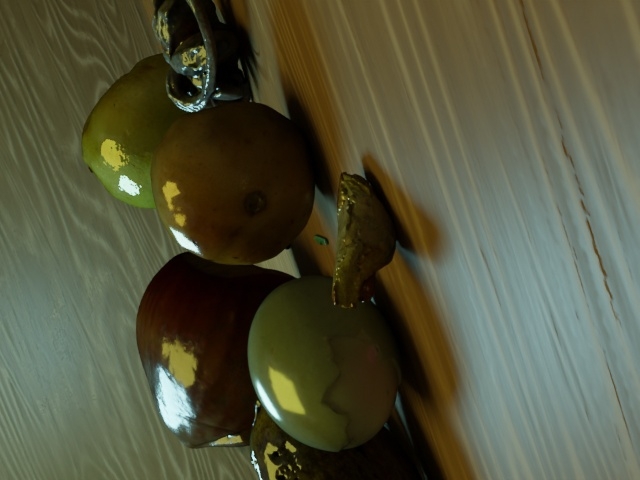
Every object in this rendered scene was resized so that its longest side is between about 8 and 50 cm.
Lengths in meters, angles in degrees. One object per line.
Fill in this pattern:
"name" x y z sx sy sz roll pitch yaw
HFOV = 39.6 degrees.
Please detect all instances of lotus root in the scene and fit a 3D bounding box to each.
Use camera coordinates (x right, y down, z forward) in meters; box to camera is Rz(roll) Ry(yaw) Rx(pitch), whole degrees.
"lotus root" 0.044 0.338 1.176 0.397 0.179 0.196 51 178 13

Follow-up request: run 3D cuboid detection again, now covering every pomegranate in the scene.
"pomegranate" -0.110 -0.072 1.168 0.233 0.233 0.233 159 90 -81

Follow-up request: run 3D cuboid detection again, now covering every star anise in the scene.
"star anise" -0.203 -0.307 1.399 0.316 0.139 0.359 49 166 48

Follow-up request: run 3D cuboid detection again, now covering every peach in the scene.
"peach" -0.310 -0.212 1.771 0.281 0.316 0.314 56 168 -21

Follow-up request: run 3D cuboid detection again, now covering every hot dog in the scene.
"hot dog" 0.045 -0.001 0.891 0.078 0.061 0.168 97 178 -56

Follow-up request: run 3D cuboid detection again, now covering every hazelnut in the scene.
"hazelnut" -0.150 0.192 1.592 0.409 0.359 0.359 31 141 66

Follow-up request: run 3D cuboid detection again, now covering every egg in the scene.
"egg" 0.006 0.154 1.063 0.183 0.183 0.217 79 179 -47

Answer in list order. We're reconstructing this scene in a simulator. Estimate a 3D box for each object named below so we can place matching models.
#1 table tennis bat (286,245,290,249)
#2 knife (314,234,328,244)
"table tennis bat" -0.102 -0.095 1.688 0.274 0.021 0.154 75 169 -45
"knife" 0.000 0.000 1.336 0.091 0.005 0.014 -153 45 -77
